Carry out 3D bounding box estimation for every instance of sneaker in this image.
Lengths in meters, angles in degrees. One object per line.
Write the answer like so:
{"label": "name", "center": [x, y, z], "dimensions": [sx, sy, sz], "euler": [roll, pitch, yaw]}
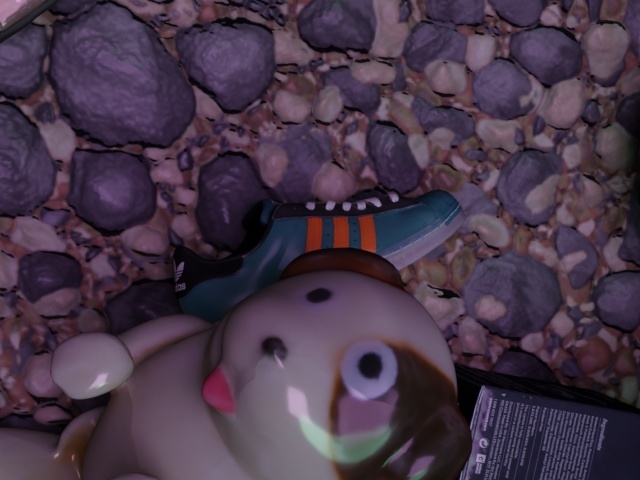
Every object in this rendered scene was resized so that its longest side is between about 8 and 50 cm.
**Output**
{"label": "sneaker", "center": [0.000, 0.000, 1.253], "dimensions": [0.302, 0.108, 0.121], "euler": [-25, 88, -22]}

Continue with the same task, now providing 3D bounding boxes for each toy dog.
{"label": "toy dog", "center": [-0.056, 0.194, 1.085], "dimensions": [0.395, 0.284, 0.408], "euler": [18, 131, -33]}

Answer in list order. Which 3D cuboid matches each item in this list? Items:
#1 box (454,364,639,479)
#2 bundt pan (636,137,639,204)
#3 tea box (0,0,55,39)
{"label": "box", "center": [0.212, 0.199, 1.306], "dimensions": [0.207, 0.153, 0.108], "euler": [12, 91, -16]}
{"label": "bundt pan", "center": [0.474, -0.082, 1.377], "dimensions": [0.331, 0.124, 0.331], "euler": [-1, 95, -17]}
{"label": "tea box", "center": [-0.248, -0.389, 1.093], "dimensions": [0.329, 0.220, 0.323], "euler": [-41, 104, -10]}
